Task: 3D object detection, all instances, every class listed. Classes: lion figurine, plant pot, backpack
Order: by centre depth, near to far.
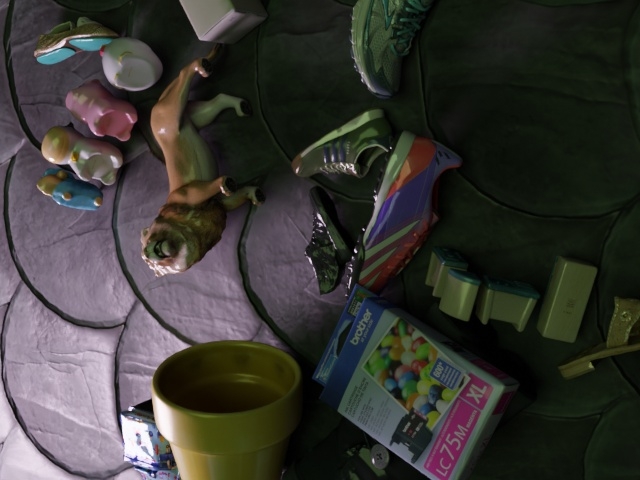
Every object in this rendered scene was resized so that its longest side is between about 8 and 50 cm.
[{"bbox_3d":[-0.156,0.333,1.732,0.254,0.254,0.238,13,115,29],"label":"plant pot"},{"bbox_3d":[-0.235,-0.142,1.802,0.240,0.142,0.392,-17,72,38],"label":"lion figurine"},{"bbox_3d":[-0.291,0.394,1.873,0.158,0.117,0.173,11,107,40],"label":"backpack"}]

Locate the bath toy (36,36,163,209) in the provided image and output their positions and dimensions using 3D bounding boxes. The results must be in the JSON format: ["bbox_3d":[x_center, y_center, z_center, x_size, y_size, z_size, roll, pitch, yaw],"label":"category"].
[{"bbox_3d":[-0.420,-0.234,1.893,0.348,0.151,0.129,-60,32,20],"label":"bath toy"}]

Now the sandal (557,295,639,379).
[{"bbox_3d":[0.433,0.121,1.448,0.240,0.088,0.079,-32,85,33],"label":"sandal"}]

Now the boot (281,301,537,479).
[{"bbox_3d":[0.186,0.365,1.596,0.367,0.146,0.445,47,111,16],"label":"boot"}]

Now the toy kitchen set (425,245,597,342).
[{"bbox_3d":[0.286,0.054,1.544,0.207,0.166,0.122,12,104,-9],"label":"toy kitchen set"}]

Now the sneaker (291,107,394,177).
[{"bbox_3d":[0.041,-0.137,1.662,0.192,0.064,0.086,-31,74,25],"label":"sneaker"}]

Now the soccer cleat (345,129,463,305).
[{"bbox_3d":[0.126,-0.014,1.610,0.117,0.108,0.318,20,109,6],"label":"soccer cleat"}]

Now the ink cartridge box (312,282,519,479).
[{"bbox_3d":[0.123,0.214,1.516,0.311,0.065,0.185,32,105,32],"label":"ink cartridge box"}]

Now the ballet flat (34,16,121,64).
[{"bbox_3d":[-0.472,-0.395,1.937,0.206,0.073,0.067,-7,77,27],"label":"ballet flat"}]

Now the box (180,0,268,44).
[{"bbox_3d":[-0.208,-0.483,1.750,0.094,0.113,0.275,-32,77,29],"label":"box"}]

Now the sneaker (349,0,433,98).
[{"bbox_3d":[0.118,-0.365,1.574,0.122,0.110,0.282,2,96,27],"label":"sneaker"}]

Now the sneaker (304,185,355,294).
[{"bbox_3d":[0.001,0.000,1.707,0.089,0.051,0.170,-32,82,24],"label":"sneaker"}]
